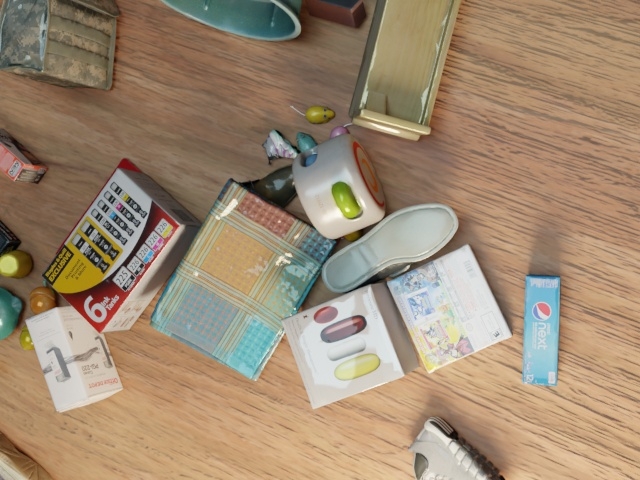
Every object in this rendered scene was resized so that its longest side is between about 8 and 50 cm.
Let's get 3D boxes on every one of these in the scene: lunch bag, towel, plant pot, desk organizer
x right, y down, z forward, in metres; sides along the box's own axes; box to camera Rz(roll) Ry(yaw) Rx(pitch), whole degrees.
[{"bbox_3d":[-0.576,-0.496,1.897,0.169,0.235,0.287,6,91,23],"label":"lunch bag"},{"bbox_3d":[-0.167,0.090,1.798,0.271,0.040,0.370,30,104,-5],"label":"towel"},{"bbox_3d":[-0.158,-0.633,1.741,0.341,0.341,0.334,14,85,17],"label":"plant pot"},{"bbox_3d":[0.031,-0.497,1.805,0.130,0.050,0.047,25,62,31],"label":"desk organizer"}]

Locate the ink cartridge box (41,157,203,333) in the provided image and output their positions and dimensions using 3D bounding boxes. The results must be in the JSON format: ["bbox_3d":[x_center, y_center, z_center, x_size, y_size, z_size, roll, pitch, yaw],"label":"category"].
[{"bbox_3d":[-0.464,0.004,1.906,0.272,0.130,0.309,40,100,15],"label":"ink cartridge box"}]

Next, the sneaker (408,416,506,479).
[{"bbox_3d":[0.268,0.474,1.701,0.228,0.086,0.132,45,106,24],"label":"sneaker"}]

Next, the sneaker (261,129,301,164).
[{"bbox_3d":[-0.087,-0.186,1.845,0.098,0.038,0.069,46,106,18],"label":"sneaker"}]

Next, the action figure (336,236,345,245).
[{"bbox_3d":[0.000,0.000,1.817,0.115,0.030,0.038,-9,81,15],"label":"action figure"}]

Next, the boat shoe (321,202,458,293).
[{"bbox_3d":[0.144,0.013,1.737,0.302,0.091,0.114,-24,82,17],"label":"boat shoe"}]

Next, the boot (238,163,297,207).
[{"bbox_3d":[-0.132,-0.095,1.814,0.219,0.106,0.082,-32,82,17],"label":"boot"}]

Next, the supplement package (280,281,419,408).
[{"bbox_3d":[0.062,0.210,1.728,0.203,0.149,0.194,-24,82,16],"label":"supplement package"}]

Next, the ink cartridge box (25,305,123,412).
[{"bbox_3d":[-0.550,0.260,1.911,0.092,0.158,0.218,-22,83,15],"label":"ink cartridge box"}]

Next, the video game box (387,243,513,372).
[{"bbox_3d":[0.261,0.138,1.722,0.187,0.048,0.205,-26,81,13],"label":"video game box"}]

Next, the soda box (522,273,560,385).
[{"bbox_3d":[0.430,0.172,1.655,0.067,0.071,0.210,3,89,16],"label":"soda box"}]

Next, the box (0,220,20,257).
[{"bbox_3d":[-0.855,0.028,2.067,0.175,0.051,0.220,43,101,14],"label":"box"}]

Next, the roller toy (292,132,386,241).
[{"bbox_3d":[0.034,-0.106,1.724,0.146,0.209,0.191,-23,69,16],"label":"roller toy"}]

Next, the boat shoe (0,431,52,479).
[{"bbox_3d":[-0.761,0.523,2.002,0.285,0.103,0.092,35,94,9],"label":"boat shoe"}]

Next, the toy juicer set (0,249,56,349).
[{"bbox_3d":[-0.759,0.200,2.022,0.209,0.089,0.329,42,92,1],"label":"toy juicer set"}]

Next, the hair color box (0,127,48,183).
[{"bbox_3d":[-0.740,-0.205,2.015,0.167,0.093,0.053,40,100,14],"label":"hair color box"}]

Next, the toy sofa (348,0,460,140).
[{"bbox_3d":[0.177,-0.396,1.725,0.150,0.177,0.363,14,93,-8],"label":"toy sofa"}]

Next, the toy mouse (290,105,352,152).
[{"bbox_3d":[0.002,-0.217,1.818,0.161,0.031,0.143,4,90,17],"label":"toy mouse"}]
